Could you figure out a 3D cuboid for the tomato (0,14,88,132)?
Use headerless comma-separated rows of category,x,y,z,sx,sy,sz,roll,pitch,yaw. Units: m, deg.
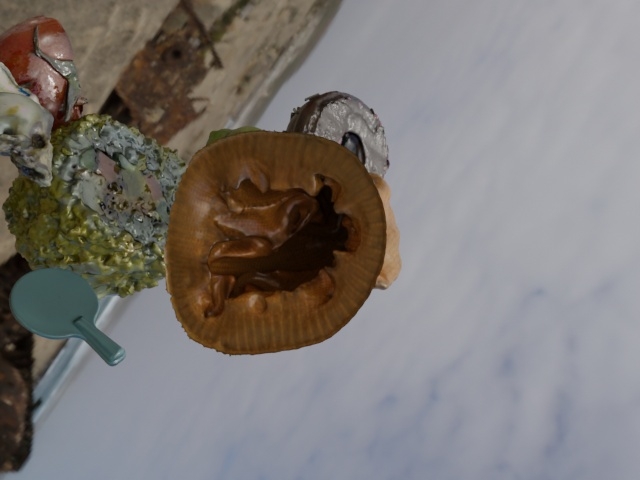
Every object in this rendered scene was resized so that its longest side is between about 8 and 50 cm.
tomato,-0.658,-0.333,1.714,0.170,0.309,0.309,-16,152,-51

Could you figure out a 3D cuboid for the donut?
donut,0.030,-0.175,1.623,0.103,0.270,0.270,2,-126,47

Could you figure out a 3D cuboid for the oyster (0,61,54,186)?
oyster,-0.419,-0.161,0.917,0.083,0.214,0.223,-50,-131,24

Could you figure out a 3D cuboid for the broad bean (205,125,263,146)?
broad bean,-0.093,-0.097,1.095,0.082,0.124,0.174,-25,169,31

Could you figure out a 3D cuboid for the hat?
hat,0.000,0.000,0.837,0.233,0.233,0.244,-6,127,-60

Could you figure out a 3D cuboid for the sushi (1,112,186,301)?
sushi,-0.454,-0.058,1.680,0.240,0.396,0.351,-22,-117,27

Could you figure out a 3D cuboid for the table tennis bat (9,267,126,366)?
table tennis bat,-0.444,0.138,1.423,0.153,0.244,0.040,-39,163,-47
